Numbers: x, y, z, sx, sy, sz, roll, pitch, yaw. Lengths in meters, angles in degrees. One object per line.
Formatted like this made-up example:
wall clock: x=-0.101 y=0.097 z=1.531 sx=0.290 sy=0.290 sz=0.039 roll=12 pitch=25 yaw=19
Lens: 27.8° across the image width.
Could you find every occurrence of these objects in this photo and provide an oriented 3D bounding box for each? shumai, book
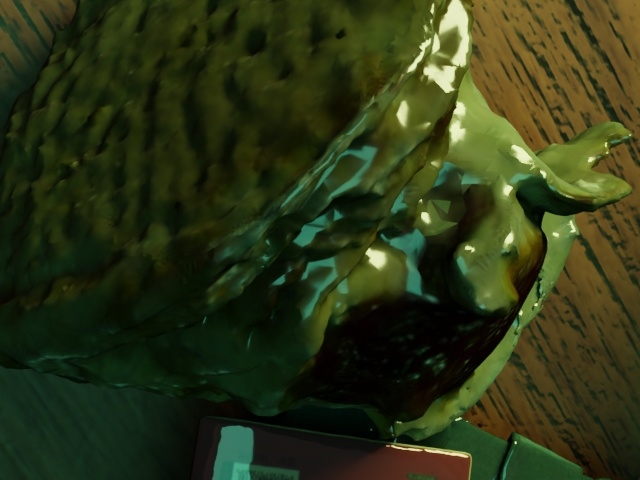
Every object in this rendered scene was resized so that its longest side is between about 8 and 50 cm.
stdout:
shumai: x=0.000 y=0.000 z=0.704 sx=0.330 sy=0.292 sz=0.288 roll=-40 pitch=133 yaw=5
book: x=-0.005 y=0.222 z=0.711 sx=0.162 sy=0.022 sz=0.232 roll=10 pitch=82 yaw=-13

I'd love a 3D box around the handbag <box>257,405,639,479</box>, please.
handbag: x=0.087 y=0.230 z=0.793 sx=0.326 sy=0.089 sz=0.238 roll=24 pitch=79 yaw=-11
